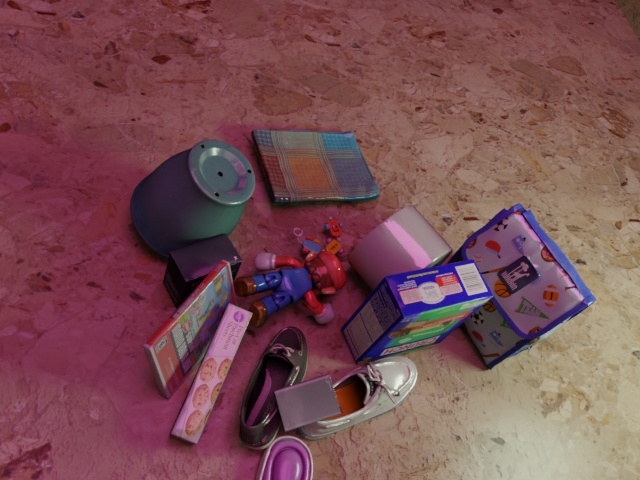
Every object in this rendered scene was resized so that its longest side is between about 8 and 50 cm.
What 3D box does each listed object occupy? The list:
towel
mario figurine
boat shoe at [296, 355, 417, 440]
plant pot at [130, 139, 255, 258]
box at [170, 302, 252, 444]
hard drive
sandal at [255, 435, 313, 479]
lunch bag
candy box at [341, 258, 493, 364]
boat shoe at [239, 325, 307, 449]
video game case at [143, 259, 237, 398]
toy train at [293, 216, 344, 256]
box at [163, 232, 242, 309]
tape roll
[{"bbox_3d":[-0.011,-0.233,1.951,0.370,0.040,0.271,-4,60,-30],"label":"towel"},{"bbox_3d":[-0.072,0.129,1.668,0.321,0.198,0.170,-15,21,-36],"label":"mario figurine"},{"bbox_3d":[0.111,0.364,1.560,0.367,0.156,0.135,-16,66,-28],"label":"boat shoe"},{"bbox_3d":[-0.304,-0.117,1.608,0.272,0.255,0.271,21,53,-30],"label":"plant pot"},{"bbox_3d":[-0.252,0.306,1.468,0.067,0.063,0.323,26,68,-8],"label":"box"},{"bbox_3d":[-0.030,0.369,1.444,0.135,0.022,0.094,-15,82,-13],"label":"hard drive"},{"bbox_3d":[-0.084,0.618,1.352,0.170,0.102,0.416,9,54,-16],"label":"sandal"},{"bbox_3d":[0.521,0.125,1.732,0.239,0.385,0.327,-21,69,-31],"label":"lunch bag"},{"bbox_3d":[0.237,0.188,1.623,0.268,0.317,0.122,-9,64,-24],"label":"candy box"},{"bbox_3d":[-0.108,0.331,1.514,0.112,0.095,0.335,9,50,14],"label":"boat shoe"},{"bbox_3d":[-0.293,0.206,1.483,0.025,0.204,0.285,22,50,21],"label":"video game case"},{"bbox_3d":[0.000,0.000,1.826,0.166,0.046,0.125,-11,62,-30],"label":"toy train"},{"bbox_3d":[-0.297,0.078,1.588,0.156,0.158,0.093,-20,68,-31],"label":"box"},{"bbox_3d":[0.221,0.044,1.756,0.246,0.246,0.169,-31,73,-34],"label":"tape roll"}]
